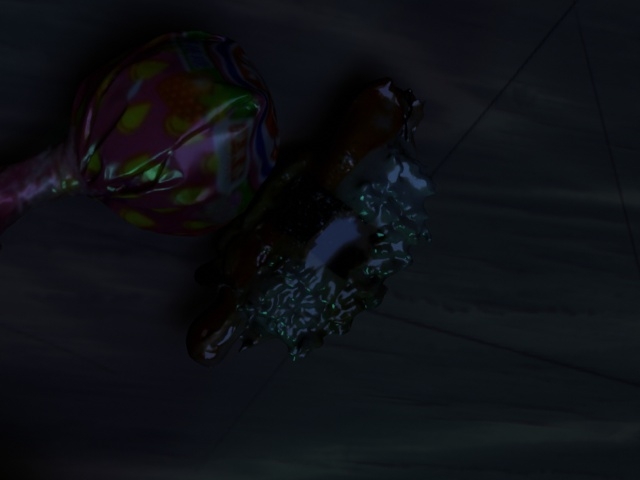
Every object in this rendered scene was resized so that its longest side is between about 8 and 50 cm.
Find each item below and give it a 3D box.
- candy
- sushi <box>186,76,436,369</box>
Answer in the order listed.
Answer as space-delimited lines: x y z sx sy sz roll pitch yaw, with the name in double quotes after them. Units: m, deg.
-0.199 -0.022 1.065 0.365 0.124 0.124 -22 123 -7 "candy"
0.003 0.003 1.172 0.226 0.103 0.097 -47 142 3 "sushi"
